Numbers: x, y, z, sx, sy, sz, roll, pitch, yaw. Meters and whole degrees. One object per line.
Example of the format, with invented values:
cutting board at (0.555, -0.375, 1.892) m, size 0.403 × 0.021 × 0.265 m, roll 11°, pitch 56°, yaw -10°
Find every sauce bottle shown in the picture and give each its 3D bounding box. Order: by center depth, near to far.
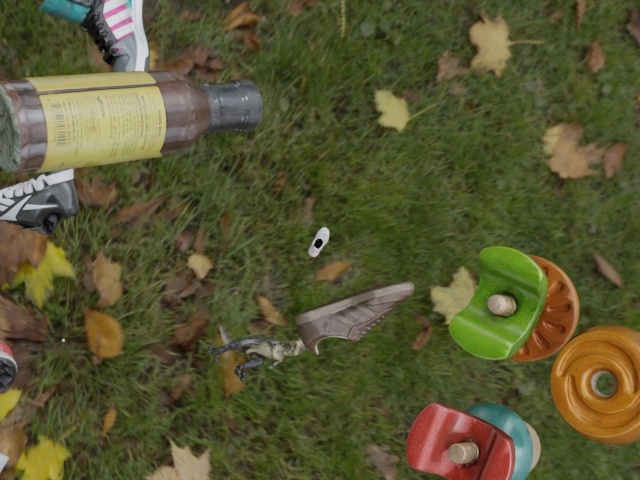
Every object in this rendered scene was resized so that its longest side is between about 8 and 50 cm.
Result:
sauce bottle at (-0.226, -0.151, 1.174) m, size 0.344 × 0.111 × 0.111 m, roll -10°, pitch 87°, yaw -37°

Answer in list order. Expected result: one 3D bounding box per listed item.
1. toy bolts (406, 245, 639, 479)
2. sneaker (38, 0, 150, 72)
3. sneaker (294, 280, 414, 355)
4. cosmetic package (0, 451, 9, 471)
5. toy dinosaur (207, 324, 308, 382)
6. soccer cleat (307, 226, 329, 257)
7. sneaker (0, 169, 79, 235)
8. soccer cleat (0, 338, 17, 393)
toy bolts at (0.210, 0.146, 0.898) m, size 0.218 × 0.158 × 0.229 m, roll 30°, pitch 99°, yaw 32°
sneaker at (-0.403, -0.383, 1.702) m, size 0.178 × 0.123 × 0.296 m, roll 1°, pitch 77°, yaw -31°
sneaker at (0.058, 0.116, 1.465) m, size 0.188 × 0.066 × 0.071 m, roll -18°, pitch 91°, yaw 3°
cosmetic package at (-0.424, 0.209, 0.922) m, size 0.239 × 0.060 × 0.099 m, roll 43°, pitch 71°, yaw -49°
toy dinosaur at (-0.136, 0.206, 1.802) m, size 0.118 × 0.268 × 0.064 m, roll -26°, pitch 112°, yaw -42°
soccer cleat at (0.000, 0.000, 1.936) m, size 0.029 × 0.036 × 0.083 m, roll 33°, pitch 50°, yaw -1°
sneaker at (-0.508, -0.052, 1.665) m, size 0.234 × 0.078 × 0.106 m, roll -15°, pitch 97°, yaw 27°
soccer cleat at (-0.698, 0.208, 1.677) m, size 0.318 × 0.116 × 0.109 m, roll 5°, pitch 115°, yaw -31°
